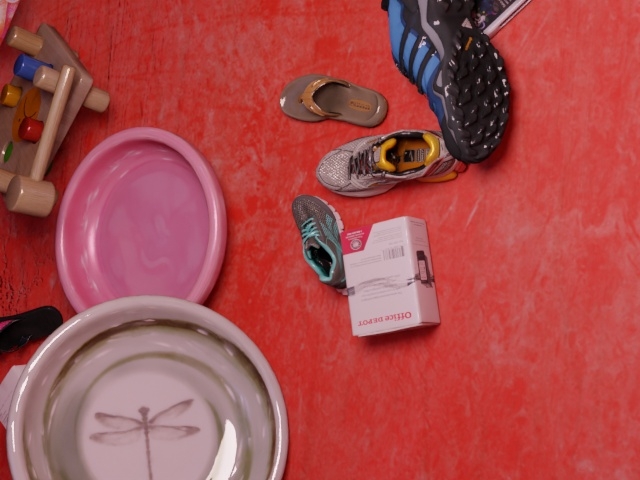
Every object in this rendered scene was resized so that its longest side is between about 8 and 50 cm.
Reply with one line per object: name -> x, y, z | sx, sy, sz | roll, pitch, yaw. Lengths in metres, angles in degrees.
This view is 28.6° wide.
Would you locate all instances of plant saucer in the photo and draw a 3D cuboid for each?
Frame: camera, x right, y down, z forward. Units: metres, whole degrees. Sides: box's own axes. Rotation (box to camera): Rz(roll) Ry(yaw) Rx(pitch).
plant saucer -> -0.249, 0.283, 1.817 | 0.100, 0.400, 0.401 | 131, 129, -69
plant saucer -> -0.269, -0.008, 1.963 | 0.332, 0.084, 0.332 | -4, 83, 32

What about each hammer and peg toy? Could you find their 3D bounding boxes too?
hammer and peg toy -> -0.441, -0.183, 2.006 | 0.266, 0.127, 0.361 | -60, 37, 13

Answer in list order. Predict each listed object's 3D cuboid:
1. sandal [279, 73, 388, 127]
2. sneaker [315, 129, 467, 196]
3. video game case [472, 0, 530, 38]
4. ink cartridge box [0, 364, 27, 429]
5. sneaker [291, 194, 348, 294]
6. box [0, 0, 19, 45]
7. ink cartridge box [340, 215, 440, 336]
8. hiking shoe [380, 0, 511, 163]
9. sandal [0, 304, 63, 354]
sandal -> 0.013, -0.204, 1.821 | 0.180, 0.049, 0.072 | 14, 93, 33
sneaker -> 0.087, -0.116, 1.739 | 0.225, 0.092, 0.088 | -12, 79, 32
video game case -> 0.223, -0.387, 1.722 | 0.173, 0.022, 0.190 | -42, 65, 22
ink cartridge box -> -0.387, 0.292, 1.958 | 0.219, 0.160, 0.093 | 48, 117, 27
sneaker -> 0.000, 0.000, 1.792 | 0.065, 0.076, 0.166 | -41, 65, 22
box -> -0.594, -0.421, 2.131 | 0.128, 0.122, 0.257 | -65, 28, 10
ink cartridge box -> 0.096, 0.053, 1.732 | 0.109, 0.063, 0.151 | -13, 78, 31
hiking shoe -> 0.165, -0.236, 1.693 | 0.132, 0.113, 0.304 | -34, 63, 54
sandal -> -0.515, 0.156, 2.093 | 0.179, 0.040, 0.067 | -20, 118, 13
